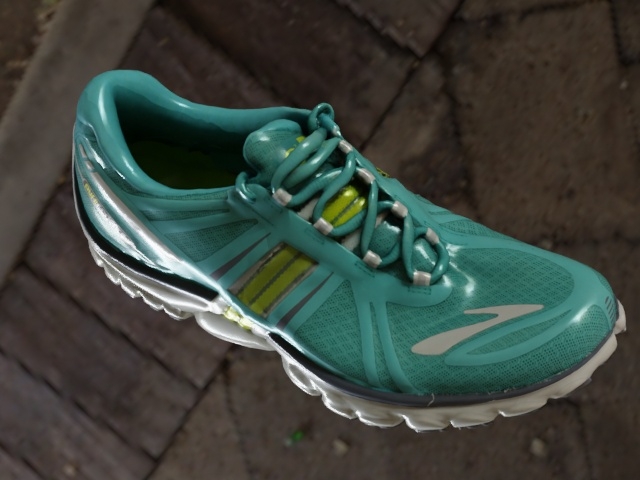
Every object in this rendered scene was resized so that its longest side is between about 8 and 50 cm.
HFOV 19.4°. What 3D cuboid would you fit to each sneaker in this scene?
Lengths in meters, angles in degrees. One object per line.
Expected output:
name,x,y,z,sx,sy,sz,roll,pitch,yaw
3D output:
sneaker,0.000,0.000,0.828,0.275,0.107,0.110,19,139,23
